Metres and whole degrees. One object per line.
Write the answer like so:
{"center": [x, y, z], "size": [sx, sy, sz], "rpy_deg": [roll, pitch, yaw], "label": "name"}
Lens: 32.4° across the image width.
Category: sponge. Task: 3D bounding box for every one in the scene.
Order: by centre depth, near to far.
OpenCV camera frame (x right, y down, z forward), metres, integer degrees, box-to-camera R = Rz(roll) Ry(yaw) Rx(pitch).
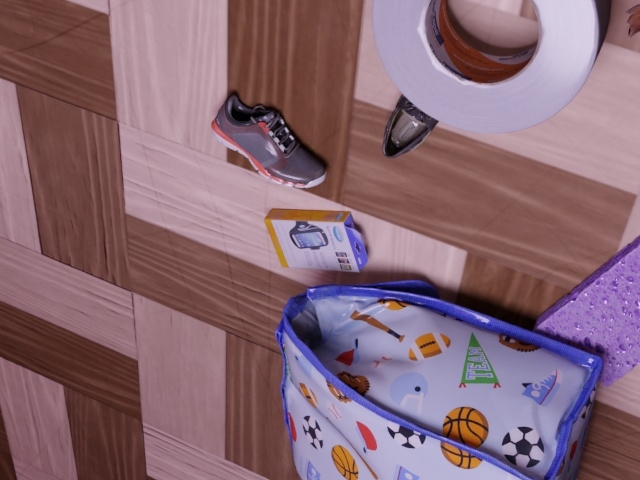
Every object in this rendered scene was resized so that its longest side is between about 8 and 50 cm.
{"center": [0.350, 0.083, 1.263], "size": [0.117, 0.031, 0.210], "rpy_deg": [37, 139, -2], "label": "sponge"}

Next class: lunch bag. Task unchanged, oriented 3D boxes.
{"center": [0.130, 0.237, 1.394], "size": [0.386, 0.239, 0.327], "rpy_deg": [18, 138, 21], "label": "lunch bag"}

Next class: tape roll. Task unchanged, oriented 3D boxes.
{"center": [0.163, -0.216, 1.060], "size": [0.219, 0.072, 0.219], "rpy_deg": [13, 126, 19], "label": "tape roll"}

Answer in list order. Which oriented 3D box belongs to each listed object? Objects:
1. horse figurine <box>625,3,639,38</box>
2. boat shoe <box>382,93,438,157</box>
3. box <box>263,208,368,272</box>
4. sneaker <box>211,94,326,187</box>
{"center": [0.359, -0.267, 0.913], "size": [0.174, 0.066, 0.263], "rpy_deg": [31, 133, 10], "label": "horse figurine"}
{"center": [0.111, -0.143, 1.199], "size": [0.056, 0.049, 0.152], "rpy_deg": [32, 137, 6], "label": "boat shoe"}
{"center": [0.000, 0.000, 1.422], "size": [0.136, 0.028, 0.081], "rpy_deg": [2, 128, 29], "label": "box"}
{"center": [-0.060, -0.121, 1.328], "size": [0.158, 0.061, 0.065], "rpy_deg": [30, 132, 6], "label": "sneaker"}
